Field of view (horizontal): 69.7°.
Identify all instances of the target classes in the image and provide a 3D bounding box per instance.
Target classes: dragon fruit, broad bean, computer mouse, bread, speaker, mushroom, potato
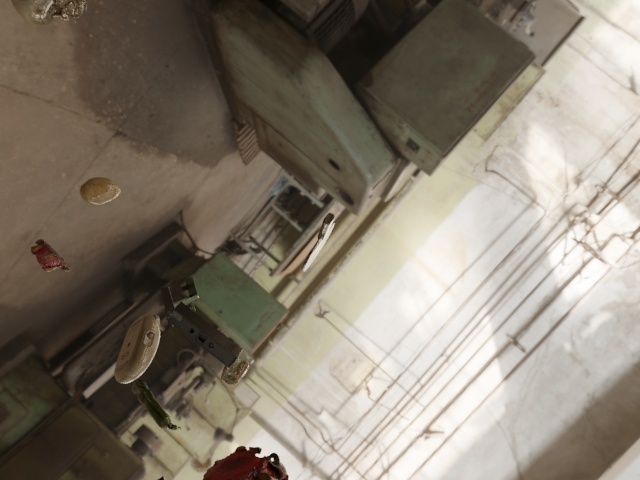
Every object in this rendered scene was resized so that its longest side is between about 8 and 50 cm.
[{"bbox_3d":[-0.155,0.646,1.088,0.227,0.307,0.243,-39,133,-41],"label":"dragon fruit"},{"bbox_3d":[-0.430,0.410,1.162,0.039,0.227,0.069,-46,137,-19],"label":"broad bean"},{"bbox_3d":[-0.591,0.353,1.501,0.145,0.082,0.236,-36,-146,28],"label":"computer mouse"},{"bbox_3d":[-0.295,0.450,1.586,0.083,0.077,0.070,-63,-179,40],"label":"bread"},{"bbox_3d":[-0.278,0.227,1.106,0.040,0.191,0.046,-49,-175,16],"label":"speaker"},{"bbox_3d":[-0.724,-0.685,1.239,0.226,0.178,0.226,-49,-157,29],"label":"mushroom"},{"bbox_3d":[-0.890,-0.202,1.854,0.147,0.112,0.112,-18,154,-43],"label":"potato"},{"bbox_3d":[-0.912,0.059,1.535,0.068,0.112,0.126,-41,132,-19],"label":"dragon fruit"}]

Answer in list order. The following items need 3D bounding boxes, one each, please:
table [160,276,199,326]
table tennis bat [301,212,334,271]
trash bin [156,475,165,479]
[{"bbox_3d":[-0.595,0.263,1.972,0.063,0.175,0.146,-9,-172,30],"label":"table"},{"bbox_3d":[0.000,0.000,1.266,0.154,0.021,0.274,-55,174,-26],"label":"table tennis bat"},{"bbox_3d":[-0.504,0.975,1.621,0.203,0.251,0.302,-21,175,-37],"label":"trash bin"}]
